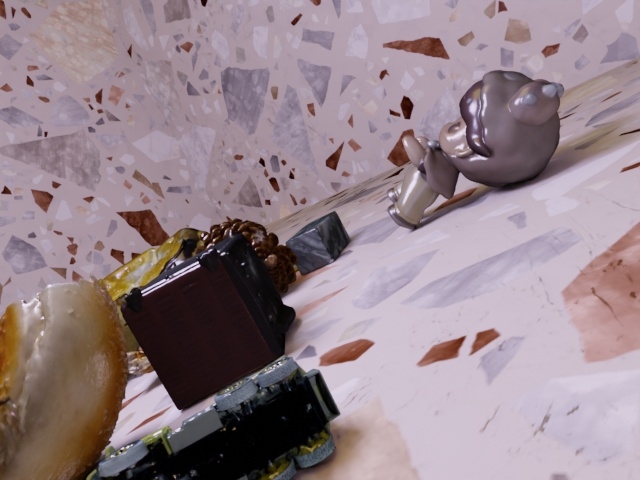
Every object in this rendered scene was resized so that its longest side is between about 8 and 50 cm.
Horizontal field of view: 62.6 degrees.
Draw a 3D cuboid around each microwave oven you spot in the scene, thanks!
[{"bbox_3d":[-0.157,0.100,0.801,0.188,0.178,0.247,-30,8,2],"label":"microwave oven"}]

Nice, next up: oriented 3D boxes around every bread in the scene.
[{"bbox_3d":[-0.328,0.207,0.621,0.314,0.171,0.192,-55,47,7],"label":"bread"}]

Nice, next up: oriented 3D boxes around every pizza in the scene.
[{"bbox_3d":[-0.253,0.172,0.982,0.271,0.056,0.134,-32,-23,-45],"label":"pizza"}]

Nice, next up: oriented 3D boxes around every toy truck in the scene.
[{"bbox_3d":[-0.083,0.168,0.437,0.191,0.085,0.116,-27,-2,-16],"label":"toy truck"}]

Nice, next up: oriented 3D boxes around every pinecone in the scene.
[{"bbox_3d":[-0.166,0.039,1.102,0.168,0.185,0.212,-54,44,1],"label":"pinecone"}]

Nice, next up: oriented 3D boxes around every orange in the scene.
[{"bbox_3d":[-0.423,0.121,1.428,0.368,0.210,0.271,-27,31,18],"label":"orange"}]

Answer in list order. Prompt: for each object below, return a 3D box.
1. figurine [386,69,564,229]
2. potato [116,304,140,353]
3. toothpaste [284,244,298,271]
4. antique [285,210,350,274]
[{"bbox_3d":[0.285,-0.164,0.993,0.380,0.203,0.248,-37,-4,28],"label":"figurine"},{"bbox_3d":[-0.535,0.247,1.039,0.270,0.219,0.359,-12,8,31],"label":"potato"},{"bbox_3d":[-0.177,0.106,1.226,0.313,0.071,0.089,-33,11,-32],"label":"toothpaste"},{"bbox_3d":[0.000,0.000,1.234,0.088,0.086,0.183,-24,8,22],"label":"antique"}]
